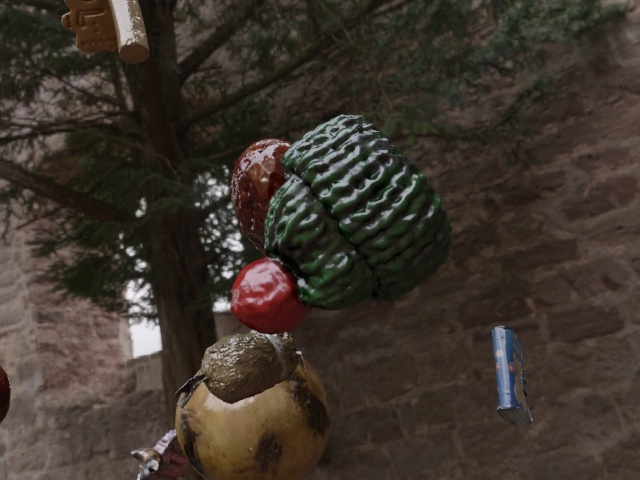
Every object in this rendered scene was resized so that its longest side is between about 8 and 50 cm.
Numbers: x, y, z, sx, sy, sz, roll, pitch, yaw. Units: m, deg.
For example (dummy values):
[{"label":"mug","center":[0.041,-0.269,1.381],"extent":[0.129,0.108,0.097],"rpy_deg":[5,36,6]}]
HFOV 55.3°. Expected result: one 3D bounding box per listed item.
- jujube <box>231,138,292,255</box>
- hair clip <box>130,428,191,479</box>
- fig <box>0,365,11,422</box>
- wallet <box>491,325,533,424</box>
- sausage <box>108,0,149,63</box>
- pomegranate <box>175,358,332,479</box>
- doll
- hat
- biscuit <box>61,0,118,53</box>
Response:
[{"label":"jujube","center":[-0.076,-0.070,1.275],"extent":[0.197,0.197,0.290],"rpy_deg":[-15,-63,8]},{"label":"hair clip","center":[-0.332,0.463,1.273],"extent":[0.173,0.069,0.300],"rpy_deg":[-51,-14,-15]},{"label":"fig","center":[-0.789,0.293,1.304],"extent":[0.191,0.290,0.190],"rpy_deg":[-36,-26,-21]},{"label":"wallet","center":[0.442,0.320,1.424],"extent":[0.059,0.202,0.141],"rpy_deg":[-16,-38,28]},{"label":"sausage","center":[-0.401,-0.483,1.235],"extent":[0.066,0.301,0.065],"rpy_deg":[-16,-23,-7]},{"label":"pomegranate","center":[-0.134,0.356,1.235],"extent":[0.323,0.321,0.322],"rpy_deg":[-12,-18,-4]},{"label":"doll","center":[-0.130,0.199,0.975],"extent":[0.221,0.105,0.115],"rpy_deg":[-9,14,-37]},{"label":"hat","center":[0.000,0.000,0.884],"extent":[0.332,0.274,0.242],"rpy_deg":[-38,-28,-6]},{"label":"biscuit","center":[-0.509,-0.513,1.371],"extent":[0.134,0.183,0.027],"rpy_deg":[-1,22,-22]}]
